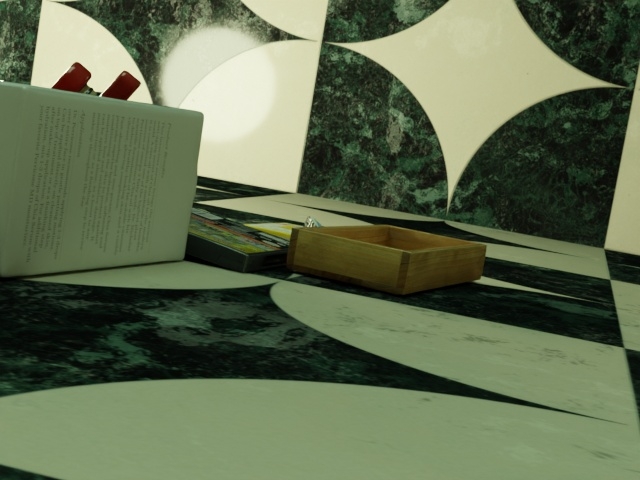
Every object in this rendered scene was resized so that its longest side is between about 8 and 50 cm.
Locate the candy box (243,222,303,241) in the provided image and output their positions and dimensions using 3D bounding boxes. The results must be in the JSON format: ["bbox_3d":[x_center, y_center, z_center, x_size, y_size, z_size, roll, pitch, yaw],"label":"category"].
[{"bbox_3d":[-0.065,-0.014,2.240,0.105,0.027,0.206,9,5,21],"label":"candy box"}]

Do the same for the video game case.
[{"bbox_3d":[-0.189,-0.010,1.843,0.275,0.035,0.248,19,8,19],"label":"video game case"}]

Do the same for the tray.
[{"bbox_3d":[0.125,0.028,1.926,0.202,0.076,0.411,12,5,24],"label":"tray"}]

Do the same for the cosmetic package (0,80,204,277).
[{"bbox_3d":[-0.338,-0.087,1.521,0.161,0.230,0.453,11,5,21],"label":"cosmetic package"}]

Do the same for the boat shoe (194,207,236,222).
[{"bbox_3d":[-0.209,-0.030,2.056,0.135,0.050,0.045,10,0,2],"label":"boat shoe"}]

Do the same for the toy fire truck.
[{"bbox_3d":[-0.431,-0.175,1.978,0.169,0.302,0.254,41,-3,-14],"label":"toy fire truck"}]

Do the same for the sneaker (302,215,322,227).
[{"bbox_3d":[0.000,0.000,1.984,0.073,0.063,0.162,18,-4,-3],"label":"sneaker"}]
